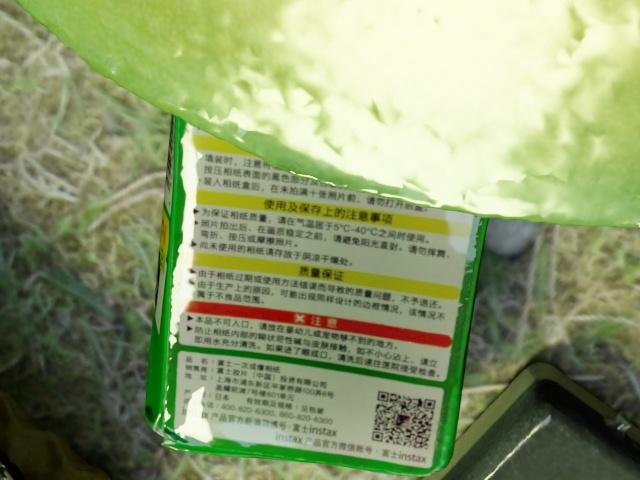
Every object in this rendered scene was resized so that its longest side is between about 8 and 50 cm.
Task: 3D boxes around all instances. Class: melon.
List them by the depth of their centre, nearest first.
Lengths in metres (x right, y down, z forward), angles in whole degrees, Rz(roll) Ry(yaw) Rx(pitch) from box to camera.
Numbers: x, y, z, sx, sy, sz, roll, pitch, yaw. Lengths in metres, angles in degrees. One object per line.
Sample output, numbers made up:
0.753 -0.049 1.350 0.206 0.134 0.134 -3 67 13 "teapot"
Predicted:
0.008 -0.191 0.382 0.344 0.226 0.331 13 84 20 "melon"

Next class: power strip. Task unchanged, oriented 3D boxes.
0.100 0.191 0.603 0.105 0.070 0.256 35 111 -9 "power strip"

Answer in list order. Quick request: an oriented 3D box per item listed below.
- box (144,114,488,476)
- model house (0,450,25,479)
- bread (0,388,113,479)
0.000 0.000 0.528 0.180 0.103 0.250 8 111 3 "box"
-0.345 0.167 0.454 0.242 0.313 0.357 -42 81 33 "model house"
-0.136 0.210 0.631 0.367 0.077 0.084 42 112 -10 "bread"
